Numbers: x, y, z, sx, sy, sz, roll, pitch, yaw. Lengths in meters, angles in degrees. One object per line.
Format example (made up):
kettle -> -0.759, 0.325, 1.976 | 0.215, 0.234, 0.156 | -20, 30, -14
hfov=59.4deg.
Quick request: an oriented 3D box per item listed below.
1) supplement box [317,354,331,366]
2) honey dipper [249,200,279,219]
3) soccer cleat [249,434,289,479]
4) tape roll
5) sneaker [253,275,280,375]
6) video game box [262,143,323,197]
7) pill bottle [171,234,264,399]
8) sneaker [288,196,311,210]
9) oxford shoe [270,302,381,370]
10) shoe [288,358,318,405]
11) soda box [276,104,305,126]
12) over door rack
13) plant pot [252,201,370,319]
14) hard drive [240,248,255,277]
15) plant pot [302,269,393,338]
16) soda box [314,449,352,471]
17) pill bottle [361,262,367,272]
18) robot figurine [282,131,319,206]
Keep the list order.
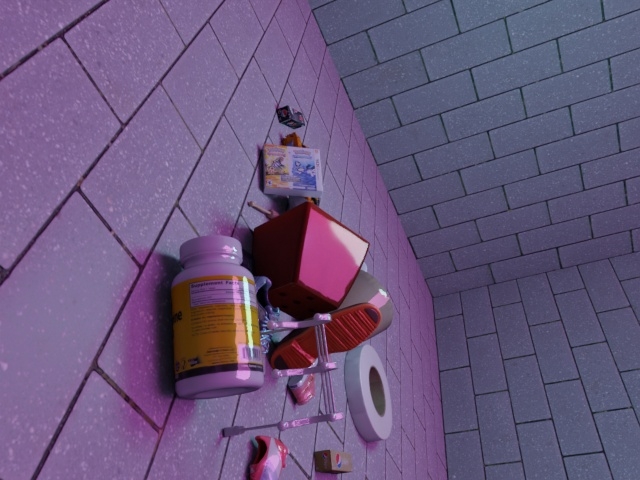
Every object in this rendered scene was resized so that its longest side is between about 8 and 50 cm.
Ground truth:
supplement box -> 0.003, 0.412, 1.954 | 0.098, 0.036, 0.062 | 54, 27, -46
honey dipper -> -0.186, -0.101, 1.835 | 0.161, 0.030, 0.030 | 30, 47, -61
soccer cleat -> -0.141, 0.596, 1.359 | 0.095, 0.083, 0.248 | 33, 41, -19
tape roll -> 0.202, 0.625, 2.307 | 0.392, 0.072, 0.392 | -16, 90, -72
sneaker -> -0.169, 0.224, 1.477 | 0.110, 0.122, 0.283 | 29, 49, -64
video game box -> -0.098, -0.243, 1.957 | 0.048, 0.205, 0.187 | 115, -26, -55
pill bottle -> -0.232, 0.168, 1.239 | 0.188, 0.188, 0.334 | 37, 41, -61
sneaker -> -0.091, -0.068, 1.986 | 0.108, 0.169, 0.292 | 35, 1, -20
oxford shoe -> 0.012, 0.255, 1.618 | 0.130, 0.364, 0.133 | 54, 22, -20
shoe -> -0.045, 0.439, 1.764 | 0.178, 0.063, 0.081 | -47, 121, -62
soda box -> -0.120, -0.505, 2.307 | 0.169, 0.053, 0.060 | -4, 79, -72
over door rack -> -0.112, 0.313, 1.283 | 0.108, 0.324, 0.239 | 22, 55, -56
plant pot -> -0.047, 0.085, 1.668 | 0.267, 0.267, 0.235 | 33, 52, -31
hard drive -> -0.227, 0.065, 1.591 | 0.135, 0.022, 0.094 | 42, 37, -58
plant pot -> 0.066, 0.269, 1.915 | 0.274, 0.256, 0.256 | -32, 108, -39
soda box -> 0.044, 0.711, 1.800 | 0.181, 0.058, 0.061 | 43, 36, -56
pill bottle -> 0.125, 0.209, 2.167 | 0.152, 0.152, 0.272 | -79, 169, -53
robot figurine -> -0.075, -0.265, 2.199 | 0.211, 0.085, 0.291 | 40, 38, -59
